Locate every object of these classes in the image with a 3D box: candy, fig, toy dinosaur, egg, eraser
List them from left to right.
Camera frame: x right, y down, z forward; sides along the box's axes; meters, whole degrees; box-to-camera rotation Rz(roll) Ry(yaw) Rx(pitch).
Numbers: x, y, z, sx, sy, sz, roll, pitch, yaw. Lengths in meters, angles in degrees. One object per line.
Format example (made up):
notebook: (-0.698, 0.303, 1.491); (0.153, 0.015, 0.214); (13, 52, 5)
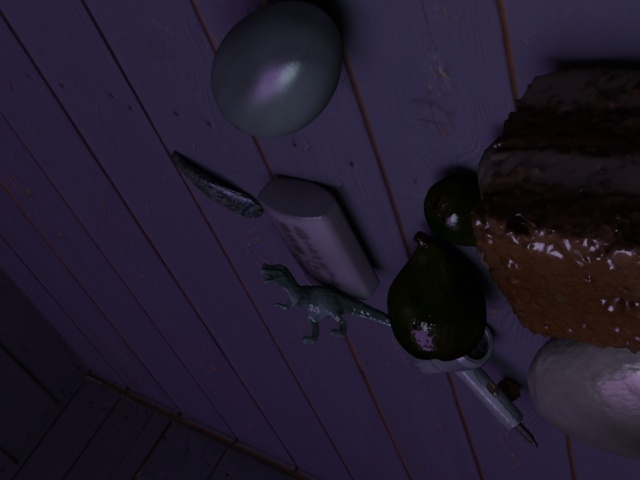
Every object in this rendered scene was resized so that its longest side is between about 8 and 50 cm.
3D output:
egg: (-0.062, -0.255, 1.503); (0.183, 0.183, 0.264); (38, 149, -11)
eraser: (0.000, 0.000, 2.000); (0.174, 0.095, 0.270); (17, 150, 36)
toy dinosaur: (0.039, 0.165, 2.000); (0.383, 0.129, 0.076); (26, 160, 4)
fig: (0.212, 0.100, 1.838); (0.195, 0.195, 0.245); (17, 122, 31)
fig: (0.253, -0.032, 1.641); (0.177, 0.117, 0.117); (31, 157, -21)
fig: (0.408, 0.327, 2.169); (0.050, 0.050, 0.083); (16, 168, 32)
candy: (0.549, 0.273, 1.710); (0.427, 0.186, 0.386); (-9, 138, 48)

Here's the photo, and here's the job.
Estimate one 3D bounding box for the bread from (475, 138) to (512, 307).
bread: (0.324, 0.004, 1.524); (0.102, 0.183, 0.337); (14, 149, 51)

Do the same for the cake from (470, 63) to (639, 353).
cake: (0.367, -0.036, 1.263); (0.255, 0.290, 0.282); (12, 148, 41)

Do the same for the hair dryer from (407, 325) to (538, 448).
hair dryer: (0.349, 0.303, 2.084); (0.357, 0.107, 0.173); (46, 153, -14)

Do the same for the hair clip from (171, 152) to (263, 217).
hair clip: (-0.223, -0.112, 2.126); (0.229, 0.036, 0.066); (33, 149, 0)
